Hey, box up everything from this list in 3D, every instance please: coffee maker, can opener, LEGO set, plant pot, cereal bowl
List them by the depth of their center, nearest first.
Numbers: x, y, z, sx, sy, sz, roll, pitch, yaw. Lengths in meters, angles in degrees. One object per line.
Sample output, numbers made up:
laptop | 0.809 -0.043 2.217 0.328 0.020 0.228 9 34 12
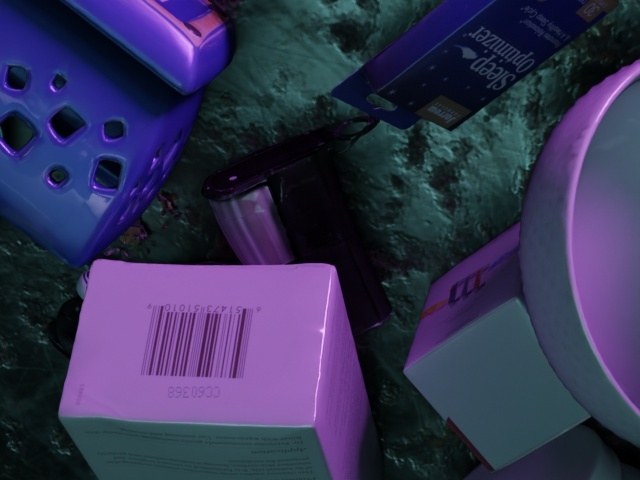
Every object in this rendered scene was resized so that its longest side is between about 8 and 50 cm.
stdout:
cereal bowl | 0.296 0.016 1.135 0.339 0.339 0.141 52 153 -12
plant pot | -0.210 -0.148 1.181 0.236 0.236 0.212 37 106 -4
coffee maker | 0.000 0.000 1.259 0.171 0.120 0.178 -18 109 17
LEGO set | -0.176 -0.013 1.345 0.083 0.023 0.054 -19 110 4
can opener | -0.188 0.121 1.389 0.186 0.073 0.059 30 76 -6

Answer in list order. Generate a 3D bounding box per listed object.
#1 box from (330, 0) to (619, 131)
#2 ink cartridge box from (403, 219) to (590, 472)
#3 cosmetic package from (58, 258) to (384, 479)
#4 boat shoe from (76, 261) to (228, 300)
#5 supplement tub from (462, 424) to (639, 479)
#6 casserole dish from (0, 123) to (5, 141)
box | 0.130 -0.162 1.163 0.225 0.136 0.036 -36 63 23
ink cartridge box | 0.171 0.089 1.232 0.127 0.176 0.128 -37 101 25
cosmetic package | -0.069 0.183 1.234 0.217 0.156 0.385 2 147 9
boat shoe | -0.140 0.049 1.341 0.183 0.065 0.083 23 114 -6
supplement tub | 0.266 0.353 1.294 0.228 0.228 0.316 -32 104 21
casserole dish | -0.365 -0.068 1.347 0.114 0.037 0.188 20 114 3
